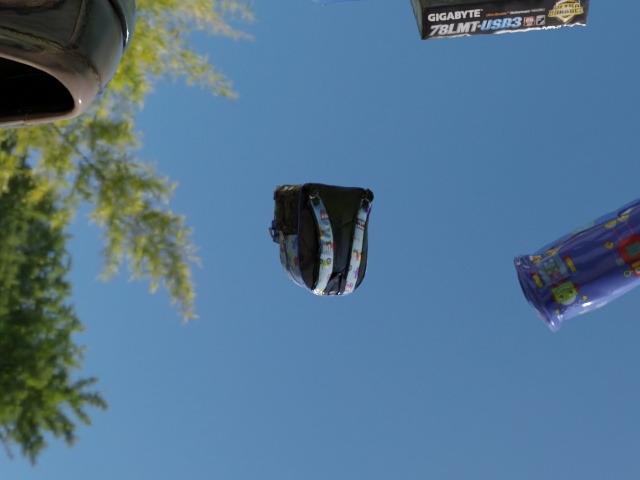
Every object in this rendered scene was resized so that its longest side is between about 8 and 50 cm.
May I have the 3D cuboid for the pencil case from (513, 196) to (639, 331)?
[{"bbox_3d":[0.421,0.009,1.254,0.306,0.133,0.119,-29,-86,10],"label":"pencil case"}]

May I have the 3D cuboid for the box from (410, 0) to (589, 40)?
[{"bbox_3d":[0.314,-0.470,1.681,0.296,0.293,0.073,-93,177,-53],"label":"box"}]

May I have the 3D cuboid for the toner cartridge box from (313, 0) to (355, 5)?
[{"bbox_3d":[0.064,-0.355,0.997,0.165,0.075,0.348,-66,-157,2],"label":"toner cartridge box"}]

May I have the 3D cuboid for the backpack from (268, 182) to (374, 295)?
[{"bbox_3d":[0.000,0.000,1.435,0.116,0.158,0.173,-1,-92,50],"label":"backpack"}]

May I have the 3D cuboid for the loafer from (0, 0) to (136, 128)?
[{"bbox_3d":[-0.226,-0.086,0.444,0.267,0.096,0.084,-8,-132,9],"label":"loafer"}]
